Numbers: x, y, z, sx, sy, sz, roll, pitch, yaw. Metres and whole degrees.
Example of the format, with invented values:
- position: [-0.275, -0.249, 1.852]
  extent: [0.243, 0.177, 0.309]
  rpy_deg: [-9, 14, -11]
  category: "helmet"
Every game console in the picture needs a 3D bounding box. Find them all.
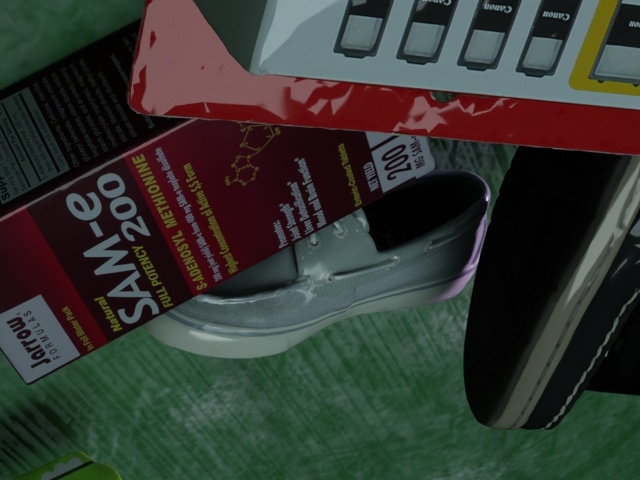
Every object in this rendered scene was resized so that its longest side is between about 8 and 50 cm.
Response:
- position: [0.247, 0.052, 1.223]
  extent: [0.107, 0.071, 0.122]
  rpy_deg: [6, 137, -1]
  category: "game console"

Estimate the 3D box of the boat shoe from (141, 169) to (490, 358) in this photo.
- position: [0.001, 0.001, 0.926]
  extent: [0.227, 0.079, 0.081]
  rpy_deg: [-12, 134, -35]
  category: "boat shoe"

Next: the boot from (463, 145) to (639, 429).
- position: [0.264, -0.029, 0.910]
  extent: [0.284, 0.138, 0.377]
  rpy_deg: [19, 107, -16]
  category: "boot"

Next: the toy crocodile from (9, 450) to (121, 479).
- position: [-0.261, 0.212, 0.924]
  extent: [0.340, 0.105, 0.115]
  rpy_deg: [-22, 160, -14]
  category: "toy crocodile"

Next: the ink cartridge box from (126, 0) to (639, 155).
- position: [0.106, -0.135, 0.650]
  extent: [0.309, 0.130, 0.272]
  rpy_deg: [2, 118, -26]
  category: "ink cartridge box"

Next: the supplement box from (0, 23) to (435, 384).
- position: [-0.071, -0.039, 0.818]
  extent: [0.239, 0.073, 0.130]
  rpy_deg: [-28, 145, -5]
  category: "supplement box"
